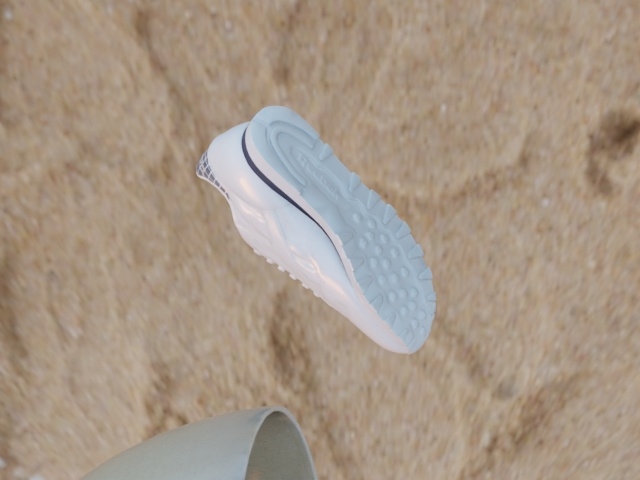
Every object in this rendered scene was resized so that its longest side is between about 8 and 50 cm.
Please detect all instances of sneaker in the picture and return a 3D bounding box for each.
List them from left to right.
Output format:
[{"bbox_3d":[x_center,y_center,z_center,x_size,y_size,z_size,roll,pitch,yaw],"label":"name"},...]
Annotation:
[{"bbox_3d":[0.000,0.000,1.531,0.235,0.095,0.090,52,40,-9],"label":"sneaker"}]

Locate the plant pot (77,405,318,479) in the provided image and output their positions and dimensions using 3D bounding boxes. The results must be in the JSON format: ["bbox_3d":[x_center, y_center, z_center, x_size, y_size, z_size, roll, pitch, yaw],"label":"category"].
[{"bbox_3d":[-0.112,0.260,1.309,0.191,0.284,0.284,-4,74,12],"label":"plant pot"}]
